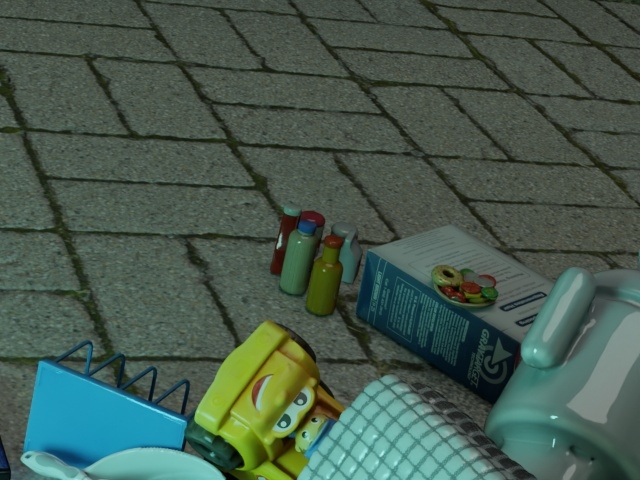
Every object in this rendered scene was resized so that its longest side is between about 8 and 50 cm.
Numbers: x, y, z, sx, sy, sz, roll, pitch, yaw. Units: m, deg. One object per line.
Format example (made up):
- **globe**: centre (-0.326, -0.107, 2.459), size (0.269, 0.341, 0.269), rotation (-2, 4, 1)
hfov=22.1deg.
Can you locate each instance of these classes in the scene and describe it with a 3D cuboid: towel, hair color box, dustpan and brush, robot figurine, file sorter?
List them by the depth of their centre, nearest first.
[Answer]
- **towel**: centre (0.074, 0.292, 1.428), size (0.121, 0.283, 0.235), rotation (21, 15, -48)
- **dustpan and brush**: centre (-0.213, 0.247, 1.597), size (0.211, 0.060, 0.147), rotation (9, 49, 41)
- **file sorter**: centre (-0.201, 0.189, 1.690), size (0.170, 0.118, 0.104), rotation (20, 23, 17)
- **robot figurine**: centre (0.309, 0.171, 1.775), size (0.200, 0.300, 0.353), rotation (4, 44, 40)
- **hair color box**: centre (0.228, 0.111, 2.072), size (0.174, 0.105, 0.347), rotation (-17, 37, -42)

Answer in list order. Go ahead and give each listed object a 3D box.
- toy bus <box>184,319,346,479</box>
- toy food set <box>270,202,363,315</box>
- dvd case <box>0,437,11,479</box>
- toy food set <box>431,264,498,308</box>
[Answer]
- **toy bus**: centre (-0.007, 0.209, 1.616), size (0.211, 0.220, 0.149), rotation (31, 68, 23)
- **toy food set**: centre (0.000, 0.000, 2.203), size (0.111, 0.104, 0.232), rotation (16, 25, 7)
- **dvd case**: centre (-0.455, 0.196, 1.666), size (0.253, 0.022, 0.180), rotation (2, 28, -23)
- **toy food set**: centre (0.180, 0.057, 2.019), size (0.083, 0.020, 0.083), rotation (3, 28, -13)
